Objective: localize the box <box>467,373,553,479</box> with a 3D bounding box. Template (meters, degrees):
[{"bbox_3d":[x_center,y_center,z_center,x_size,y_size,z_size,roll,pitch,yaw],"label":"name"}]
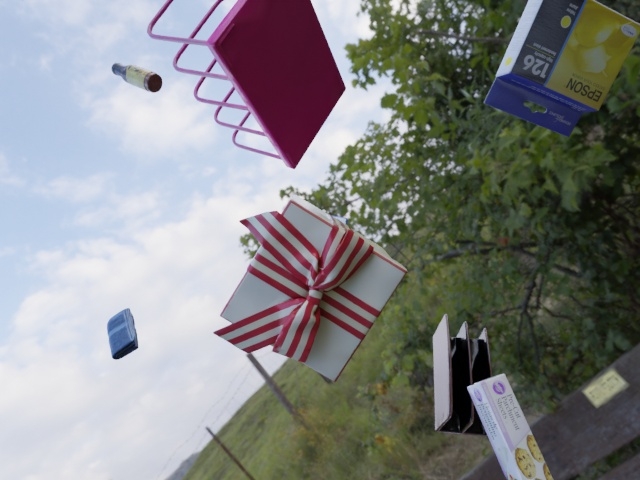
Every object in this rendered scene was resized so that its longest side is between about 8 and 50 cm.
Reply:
[{"bbox_3d":[0.395,0.433,0.972,0.067,0.324,0.063,-13,-21,-17],"label":"box"}]

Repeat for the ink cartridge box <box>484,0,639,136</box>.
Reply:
[{"bbox_3d":[0.614,-0.447,1.252,0.303,0.072,0.307,13,-73,-20],"label":"ink cartridge box"}]

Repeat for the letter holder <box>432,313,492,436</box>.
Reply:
[{"bbox_3d":[0.424,0.389,1.443,0.214,0.152,0.302,86,-171,-57],"label":"letter holder"}]

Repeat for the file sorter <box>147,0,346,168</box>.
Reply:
[{"bbox_3d":[-0.118,-0.306,0.855,0.202,0.182,0.291,-60,-32,-16],"label":"file sorter"}]

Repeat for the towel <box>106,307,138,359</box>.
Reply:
[{"bbox_3d":[-0.458,0.213,1.133,0.067,0.119,0.029,-33,-44,-3],"label":"towel"}]

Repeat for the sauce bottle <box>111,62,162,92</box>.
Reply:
[{"bbox_3d":[-0.379,-0.337,1.009,0.042,0.128,0.042,-44,-32,-37],"label":"sauce bottle"}]

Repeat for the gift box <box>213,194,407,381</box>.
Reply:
[{"bbox_3d":[-0.036,0.070,0.873,0.255,0.276,0.258,-63,7,7],"label":"gift box"}]

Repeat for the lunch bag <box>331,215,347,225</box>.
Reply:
[{"bbox_3d":[0.000,0.000,1.336,0.151,0.096,0.129,-18,35,24],"label":"lunch bag"}]
